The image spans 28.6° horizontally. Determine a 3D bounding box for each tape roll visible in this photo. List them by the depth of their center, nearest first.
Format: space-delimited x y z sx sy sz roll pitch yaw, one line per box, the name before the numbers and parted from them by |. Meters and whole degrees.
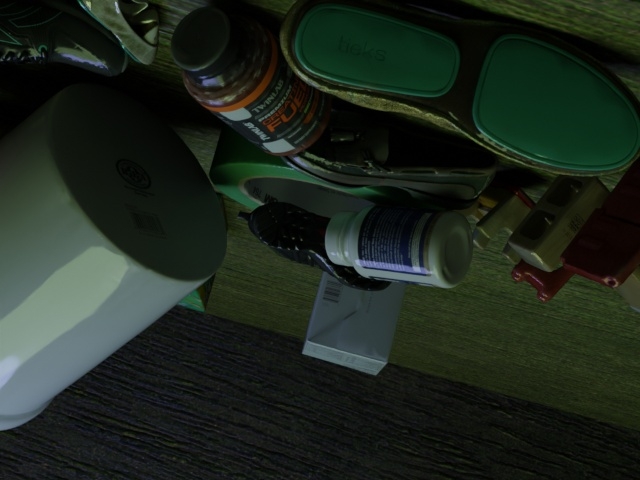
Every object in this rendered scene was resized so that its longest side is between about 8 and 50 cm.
tape roll | 0.014 -0.078 1.686 0.321 0.077 0.321 14 167 3

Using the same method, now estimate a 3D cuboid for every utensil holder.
utensil holder | -0.363 0.020 1.666 0.385 0.327 0.327 -36 140 26

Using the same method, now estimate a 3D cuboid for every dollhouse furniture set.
dollhouse furniture set | 0.339 0.008 1.483 0.201 0.152 0.374 43 174 -26

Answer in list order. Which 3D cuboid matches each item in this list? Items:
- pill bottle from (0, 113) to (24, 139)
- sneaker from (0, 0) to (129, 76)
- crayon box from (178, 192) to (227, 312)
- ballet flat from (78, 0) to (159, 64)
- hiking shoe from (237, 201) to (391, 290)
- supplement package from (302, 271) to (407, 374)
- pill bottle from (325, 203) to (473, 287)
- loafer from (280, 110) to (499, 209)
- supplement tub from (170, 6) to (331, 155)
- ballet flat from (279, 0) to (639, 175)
pill bottle | -0.436 -0.076 1.933 0.361 0.204 0.204 15 168 2
sneaker | -0.339 -0.222 1.348 0.267 0.106 0.101 21 166 -7
crayon box | -0.225 0.019 2.201 0.081 0.165 0.278 15 168 1
ballet flat | -0.196 -0.231 1.309 0.052 0.057 0.168 -18 161 13
hiking shoe | 0.000 0.000 1.726 0.227 0.086 0.114 27 178 -24
supplement package | 0.064 0.120 2.242 0.149 0.194 0.203 16 167 0
pill bottle | 0.094 0.004 1.550 0.169 0.094 0.094 6 165 34
loafer | 0.083 -0.108 1.481 0.267 0.096 0.084 12 150 -20
supplement tub | -0.074 -0.168 1.312 0.106 0.106 0.198 8 166 31
ballet flat | 0.130 -0.153 1.162 0.348 0.123 0.123 16 168 -8
